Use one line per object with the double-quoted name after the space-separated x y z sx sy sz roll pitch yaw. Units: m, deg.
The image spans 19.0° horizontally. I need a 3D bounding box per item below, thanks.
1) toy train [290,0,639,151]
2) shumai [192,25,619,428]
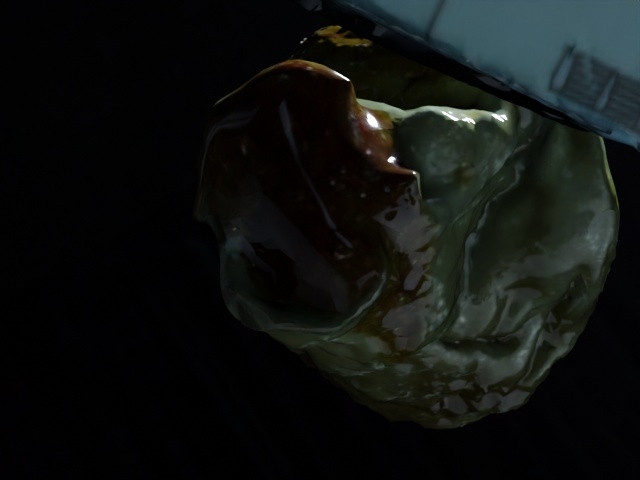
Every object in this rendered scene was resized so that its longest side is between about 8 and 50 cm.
-0.043 -0.105 0.308 0.407 0.086 0.088 19 -78 -44 "toy train"
0.000 0.000 0.951 0.204 0.222 0.272 -20 -23 -32 "shumai"
